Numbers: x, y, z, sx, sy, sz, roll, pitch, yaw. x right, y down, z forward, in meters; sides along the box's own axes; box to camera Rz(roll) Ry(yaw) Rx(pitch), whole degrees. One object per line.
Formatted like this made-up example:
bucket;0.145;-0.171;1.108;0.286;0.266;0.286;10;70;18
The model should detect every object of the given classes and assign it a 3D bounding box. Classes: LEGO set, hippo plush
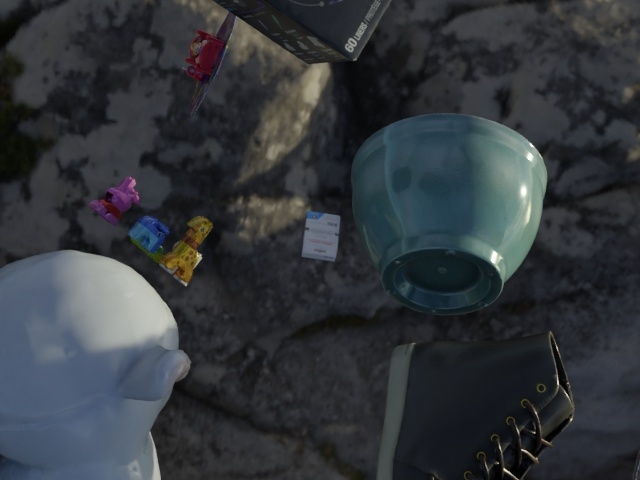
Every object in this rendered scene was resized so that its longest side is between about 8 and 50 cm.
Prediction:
LEGO set;-0.222;-0.014;1.654;0.087;0.227;0.093;29;77;42
hippo plush;-0.200;0.071;0.573;0.237;0.294;0.234;-7;19;-27

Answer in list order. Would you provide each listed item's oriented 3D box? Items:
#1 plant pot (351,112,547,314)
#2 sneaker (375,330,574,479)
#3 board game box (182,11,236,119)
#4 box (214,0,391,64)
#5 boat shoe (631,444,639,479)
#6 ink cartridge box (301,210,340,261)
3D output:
plant pot;0.180;-0.015;1.627;0.293;0.293;0.196;14;54;-7
sneaker;0.104;0.144;0.710;0.118;0.083;0.222;-14;43;18
board game box;-0.152;-0.239;1.441;0.033;0.168;0.133;20;55;-15
box;-0.054;-0.320;1.150;0.270;0.143;0.165;31;85;-21
boat shoe;0.477;0.206;1.409;0.117;0.097;0.324;27;82;48
ink cartridge box;0.000;0.000;1.548;0.048;0.028;0.083;9;44;-2
